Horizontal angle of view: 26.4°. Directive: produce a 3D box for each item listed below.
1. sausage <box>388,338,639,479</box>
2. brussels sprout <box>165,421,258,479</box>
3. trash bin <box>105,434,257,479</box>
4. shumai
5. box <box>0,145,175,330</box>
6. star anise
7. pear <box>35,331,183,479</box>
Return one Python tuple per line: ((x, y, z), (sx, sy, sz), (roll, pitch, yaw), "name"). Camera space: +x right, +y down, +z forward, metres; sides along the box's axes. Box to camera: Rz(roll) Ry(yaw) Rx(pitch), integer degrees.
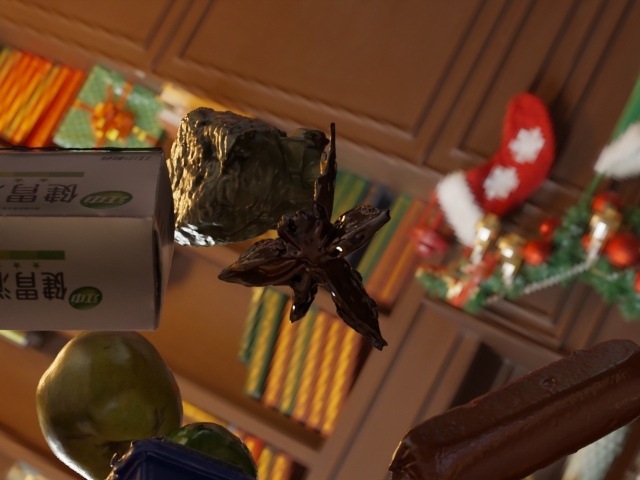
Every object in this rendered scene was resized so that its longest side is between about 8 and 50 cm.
((0.237, 0.204, 1.522), (0.094, 0.348, 0.097), (22, 131, 63), "sausage")
((-0.139, 0.286, 1.602), (0.118, 0.155, 0.155), (-2, 158, 26), "brussels sprout")
((-0.157, 0.336, 1.359), (0.163, 0.184, 0.234), (24, -148, -20), "trash bin")
((-0.094, -0.074, 1.842), (0.218, 0.189, 0.256), (10, -167, -28), "shumai")
((-0.329, -0.005, 1.469), (0.333, 0.145, 0.173), (0, -154, -2), "box")
((0.006, -0.006, 1.197), (0.158, 0.140, 0.144), (16, -148, 8), "star anise")
((-0.273, 0.211, 1.777), (0.200, 0.200, 0.200), (27, 172, 4), "pear")
